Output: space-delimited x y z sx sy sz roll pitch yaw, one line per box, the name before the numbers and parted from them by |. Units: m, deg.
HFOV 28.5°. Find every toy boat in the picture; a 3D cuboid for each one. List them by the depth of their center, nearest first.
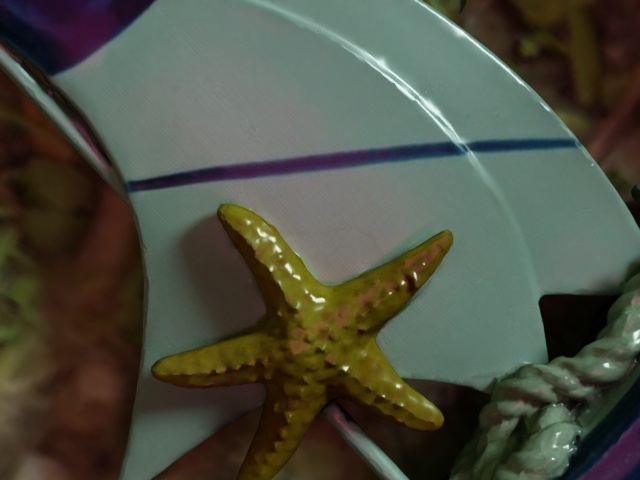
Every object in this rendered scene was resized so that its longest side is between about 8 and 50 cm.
toy boat | 0.000 0.000 0.355 0.220 0.067 0.291 -40 96 3
